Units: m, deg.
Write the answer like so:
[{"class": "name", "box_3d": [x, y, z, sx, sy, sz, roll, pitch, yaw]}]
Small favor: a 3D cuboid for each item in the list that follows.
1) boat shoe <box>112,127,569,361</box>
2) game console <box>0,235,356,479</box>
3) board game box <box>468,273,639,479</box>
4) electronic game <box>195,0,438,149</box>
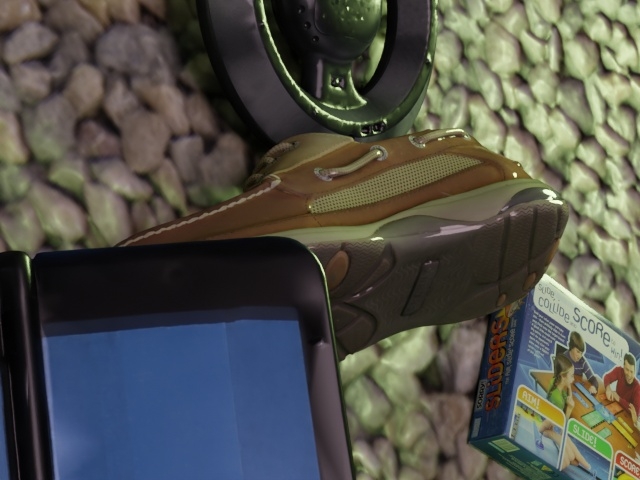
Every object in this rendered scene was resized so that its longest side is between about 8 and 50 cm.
[{"class": "boat shoe", "box_3d": [0.000, 0.000, 1.047, 0.324, 0.123, 0.116, -9, 48, -37]}, {"class": "game console", "box_3d": [-0.099, 0.122, 0.797, 0.250, 0.173, 0.293, 37, 41, -66]}, {"class": "board game box", "box_3d": [0.193, 0.123, 1.232, 0.201, 0.035, 0.136, 35, 53, -31]}, {"class": "electronic game", "box_3d": [0.003, -0.158, 1.125, 0.229, 0.048, 0.229, 5, 84, -48]}]
